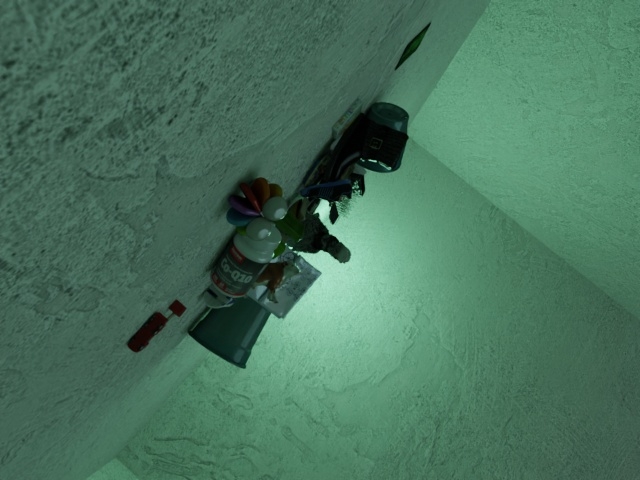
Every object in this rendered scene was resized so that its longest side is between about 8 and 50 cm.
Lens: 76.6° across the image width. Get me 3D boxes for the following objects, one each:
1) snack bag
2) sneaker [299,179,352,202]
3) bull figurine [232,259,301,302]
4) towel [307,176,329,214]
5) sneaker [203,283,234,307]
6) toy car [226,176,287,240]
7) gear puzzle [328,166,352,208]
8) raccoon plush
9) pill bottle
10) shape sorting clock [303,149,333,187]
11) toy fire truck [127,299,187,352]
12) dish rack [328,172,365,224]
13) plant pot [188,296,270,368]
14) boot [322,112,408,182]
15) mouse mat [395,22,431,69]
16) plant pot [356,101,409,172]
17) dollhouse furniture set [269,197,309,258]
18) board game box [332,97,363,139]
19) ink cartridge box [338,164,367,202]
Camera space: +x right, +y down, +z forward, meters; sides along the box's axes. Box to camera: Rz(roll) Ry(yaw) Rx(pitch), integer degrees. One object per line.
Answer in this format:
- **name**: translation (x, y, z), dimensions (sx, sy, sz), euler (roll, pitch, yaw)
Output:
- **snack bag**: translation (-0.202, 0.186, 1.983), dimensions (0.323, 0.342, 0.037), euler (-48, -150, -3)
- **sneaker**: translation (0.024, -0.206, 1.787), dimensions (0.233, 0.090, 0.081), euler (-9, -176, 17)
- **bull figurine**: translation (-0.243, 0.164, 1.729), dimensions (0.101, 0.311, 0.188), euler (128, -34, -70)
- **towel**: translation (0.034, -0.279, 2.001), dimensions (0.312, 0.056, 0.324), euler (-52, -171, 12)
- **sneaker**: translation (-0.395, 0.198, 1.826), dimensions (0.315, 0.127, 0.182), euler (-40, 176, -27)
- **toy car**: translation (-0.196, -0.100, 1.154), dimensions (0.182, 0.159, 0.136), euler (-50, 142, 10)
- **gear puzzle**: translation (0.118, -0.332, 2.054), dimensions (0.338, 0.044, 0.175), euler (-60, 169, -14)
- **raccoon plush**: translation (0.000, 0.000, 2.120), dimensions (0.216, 0.446, 0.299), euler (-53, 159, 16)
- **pill bottle**: translation (-0.273, 0.062, 1.490), dimensions (0.283, 0.161, 0.161), euler (-52, 175, 26)
- **shape sorting clock**: translation (-0.004, -0.315, 1.807), dimensions (0.206, 0.040, 0.206), euler (-49, 176, -5)
- **toy fire truck**: translation (-0.549, 0.287, 1.368), dimensions (0.192, 0.047, 0.135), euler (-49, 177, -8)
- **dish rack**: translation (0.132, -0.201, 2.074), dimensions (0.271, 0.074, 0.208), euler (-59, 162, -12)
- **plant pot**: translation (-0.434, 0.421, 2.083), dimensions (0.334, 0.341, 0.341), euler (-57, 178, -14)
- **boot**: translation (0.187, -0.348, 1.705), dimensions (0.347, 0.260, 0.131), euler (-59, -179, 5)
- **mouse mat**: translation (0.392, -0.821, 1.721), dimensions (0.189, 0.007, 0.152), euler (-49, 176, -21)
- **plant pot**: translation (0.297, -0.506, 1.945), dimensions (0.271, 0.272, 0.255), euler (-46, 160, -42)
- **dollhouse furniture set**: translation (-0.177, -0.096, 1.781), dimensions (0.198, 0.151, 0.301), euler (-35, -153, 30)
- **board game box**: translation (0.106, -0.478, 1.604), dimensions (0.154, 0.026, 0.103), euler (-50, 176, -3)
- **ink cartridge box**: translation (0.121, -0.328, 2.250), dimensions (0.237, 0.100, 0.172), euler (-49, -158, -12)
